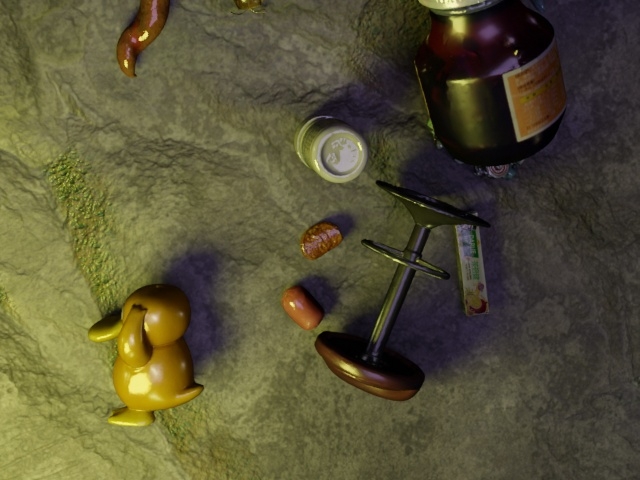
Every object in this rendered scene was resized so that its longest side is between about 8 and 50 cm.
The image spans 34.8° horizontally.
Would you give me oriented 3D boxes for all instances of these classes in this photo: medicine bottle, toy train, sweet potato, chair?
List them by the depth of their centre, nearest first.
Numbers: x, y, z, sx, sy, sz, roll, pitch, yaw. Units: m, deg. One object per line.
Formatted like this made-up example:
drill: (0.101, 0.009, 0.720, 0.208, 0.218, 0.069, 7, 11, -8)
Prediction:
medicine bottle: (0.265, -0.338, 1.663, 0.242, 0.242, 0.395, -23, 128, -6)
sweet potato: (-0.294, -0.375, 1.734, 0.055, 0.058, 0.202, 22, 97, -37)
medicine bottle: (0.017, -0.163, 1.793, 0.105, 0.168, 0.105, -3, 104, -12)
chair: (0.133, 0.113, 1.854, 0.226, 0.226, 0.401, 18, 99, -16)
toy train: (0.296, -0.195, 1.898, 0.194, 0.081, 0.125, 33, 85, -13)

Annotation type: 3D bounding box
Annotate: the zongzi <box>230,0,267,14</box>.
zongzi: (-0.115, -0.468, 1.683, 0.084, 0.184, 0.187, -5, 104, -11)

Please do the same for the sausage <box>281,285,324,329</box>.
sausage: (-0.034, 0.128, 1.907, 0.054, 0.059, 0.094, -38, 113, 12)

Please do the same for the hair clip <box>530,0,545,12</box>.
hair clip: (0.410, -0.541, 1.651, 0.238, 0.318, 0.392, -30, 69, 3)

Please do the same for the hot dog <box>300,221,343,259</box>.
hot dog: (0.000, 0.000, 1.897, 0.083, 0.035, 0.058, -31, 107, -3)

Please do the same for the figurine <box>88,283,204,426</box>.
figurine: (-0.297, 0.197, 1.799, 0.215, 0.215, 0.228, -22, 95, -7)

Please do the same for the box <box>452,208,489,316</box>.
box: (0.289, 0.044, 1.969, 0.049, 0.041, 0.207, -11, 105, -7)
